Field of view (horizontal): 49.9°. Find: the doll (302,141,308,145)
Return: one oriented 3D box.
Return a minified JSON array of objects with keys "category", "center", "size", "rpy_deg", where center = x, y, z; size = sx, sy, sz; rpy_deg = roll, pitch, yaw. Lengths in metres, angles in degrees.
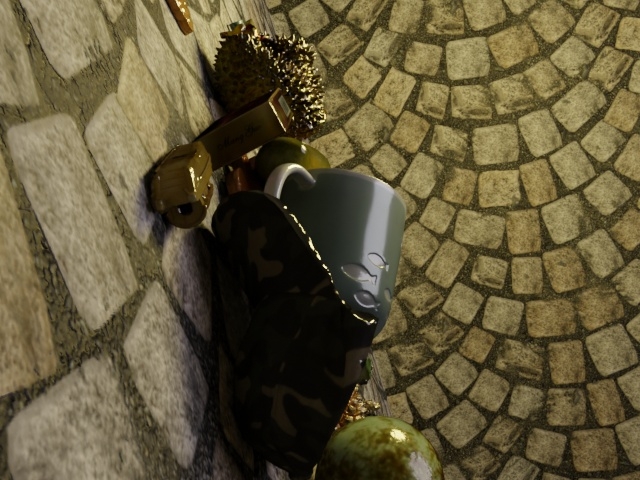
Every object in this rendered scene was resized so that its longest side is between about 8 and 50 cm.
[{"category":"doll","center":[-0.075,-0.228,2.149],"size":[0.149,0.175,0.278],"rpy_deg":[13,-41,53]}]

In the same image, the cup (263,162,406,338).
[{"category":"cup","center":[-0.004,0.022,1.269],"size":[0.357,0.260,0.274],"rpy_deg":[44,47,-48]}]

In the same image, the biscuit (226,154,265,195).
[{"category":"biscuit","center":[-0.141,-0.089,1.403],"size":[0.324,0.049,0.205],"rpy_deg":[-69,141,-81]}]

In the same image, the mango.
[{"category":"mango","center":[-0.060,-0.149,1.429],"size":[0.129,0.146,0.289],"rpy_deg":[-67,161,-2]}]

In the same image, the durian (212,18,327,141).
[{"category":"durian","center":[-0.115,-0.339,1.545],"size":[0.293,0.258,0.258],"rpy_deg":[45,27,-56]}]

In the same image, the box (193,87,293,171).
[{"category":"box","center":[-0.138,-0.210,1.275],"size":[0.240,0.159,0.071],"rpy_deg":[-85,150,-71]}]

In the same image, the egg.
[{"category":"egg","center":[0.108,0.455,1.265],"size":[0.289,0.238,0.238],"rpy_deg":[87,-6,-49]}]

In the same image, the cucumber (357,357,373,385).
[{"category":"cucumber","center":[0.073,0.309,1.988],"size":[0.325,0.105,0.145],"rpy_deg":[58,17,-58]}]

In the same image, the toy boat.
[{"category":"toy boat","center":[-0.184,-0.079,0.953],"size":[0.226,0.068,0.088],"rpy_deg":[-98,174,-70]}]

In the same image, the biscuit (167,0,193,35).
[{"category":"biscuit","center":[-0.295,-0.516,1.313],"size":[0.162,0.035,0.250],"rpy_deg":[-105,173,-60]}]

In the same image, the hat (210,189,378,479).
[{"category":"hat","center":[-0.086,0.134,0.996],"size":[0.382,0.257,0.366],"rpy_deg":[38,-34,17]}]

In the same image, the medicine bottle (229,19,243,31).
[{"category":"medicine bottle","center":[-0.207,-0.529,1.984],"size":[0.090,0.054,0.208],"rpy_deg":[-86,156,-69]}]

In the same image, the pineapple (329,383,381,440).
[{"category":"pineapple","center":[0.070,0.388,1.546],"size":[0.161,0.137,0.175],"rpy_deg":[67,8,-45]}]
